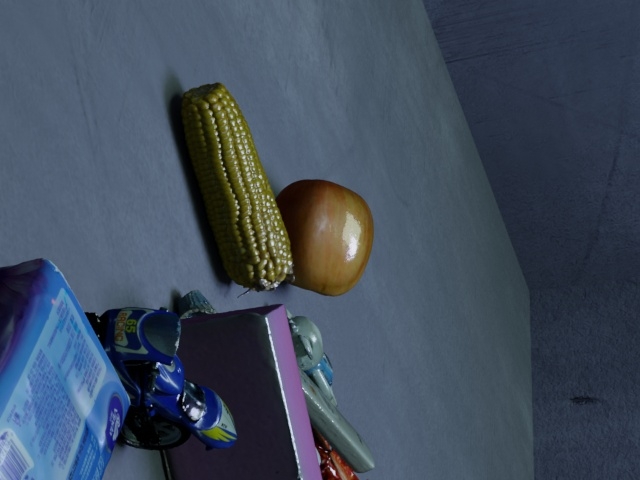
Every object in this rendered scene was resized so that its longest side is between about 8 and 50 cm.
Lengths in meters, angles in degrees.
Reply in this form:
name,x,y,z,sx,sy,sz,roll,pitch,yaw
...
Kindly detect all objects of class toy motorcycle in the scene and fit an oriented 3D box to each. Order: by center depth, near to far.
name,x,y,z,sx,sy,sz,roll,pitch,yaw
toy motorcycle,-0.193,0.147,1.310,0.315,0.169,0.113,56,29,-49

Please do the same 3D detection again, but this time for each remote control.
name,x,y,z,sx,sy,sz,roll,pitch,yaw
remote control,-0.015,0.241,1.867,0.309,0.038,0.090,51,7,-27

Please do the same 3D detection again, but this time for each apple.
name,x,y,z,sx,sy,sz,roll,pitch,yaw
apple,0.000,0.000,1.969,0.199,0.199,0.199,-9,90,-72

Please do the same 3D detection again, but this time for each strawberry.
name,x,y,z,sx,sy,sz,roll,pitch,yaw
strawberry,0.004,0.363,1.957,0.208,0.087,0.167,54,5,-1

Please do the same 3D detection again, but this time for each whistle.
name,x,y,z,sx,sy,sz,roll,pitch,yaw
whistle,-0.020,0.199,1.960,0.114,0.077,0.235,54,-10,42

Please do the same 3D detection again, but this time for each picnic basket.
name,x,y,z,sx,sy,sz,roll,pitch,yaw
picnic basket,-0.159,0.108,1.611,0.083,0.065,0.083,63,9,16

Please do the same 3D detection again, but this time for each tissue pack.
name,x,y,z,sx,sy,sz,roll,pitch,yaw
tissue pack,-0.286,0.176,1.051,0.263,0.146,0.198,-78,154,-50

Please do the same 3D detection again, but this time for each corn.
name,x,y,z,sx,sy,sz,roll,pitch,yaw
corn,-0.123,-0.072,1.746,0.106,0.106,0.305,-54,128,-65

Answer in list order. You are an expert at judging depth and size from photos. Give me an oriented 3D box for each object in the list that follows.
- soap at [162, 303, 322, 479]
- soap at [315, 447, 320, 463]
name,x,y,z,sx,sy,sz,roll,pitch,yaw
soap,-0.109,0.214,1.511,0.081,0.181,0.259,-30,108,-71
soap,-0.095,0.236,1.642,0.230,0.091,0.145,66,21,-10
